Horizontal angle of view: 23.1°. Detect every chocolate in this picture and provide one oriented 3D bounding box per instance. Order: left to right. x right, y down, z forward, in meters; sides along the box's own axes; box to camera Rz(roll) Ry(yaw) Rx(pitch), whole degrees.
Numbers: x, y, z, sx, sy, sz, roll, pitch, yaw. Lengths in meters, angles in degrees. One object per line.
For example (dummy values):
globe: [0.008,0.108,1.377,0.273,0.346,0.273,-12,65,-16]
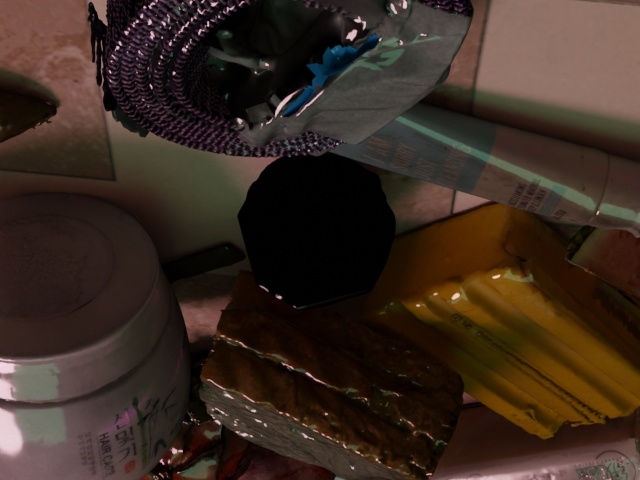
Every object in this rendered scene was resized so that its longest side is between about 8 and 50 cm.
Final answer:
chocolate: [0.000,0.000,1.496,0.156,0.156,0.133,5,166,3]

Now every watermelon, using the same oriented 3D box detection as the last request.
watermelon: [0.299,0.010,1.503,0.163,0.087,0.069,25,175,-25]

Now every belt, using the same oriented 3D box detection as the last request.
belt: [-0.025,-0.174,1.203,0.260,0.122,0.325,17,147,-32]

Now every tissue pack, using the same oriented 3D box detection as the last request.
tissue pack: [0.269,0.315,1.811,0.306,0.238,0.238,-14,143,29]

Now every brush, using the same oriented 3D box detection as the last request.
brush: [-0.162,0.041,1.676,0.190,0.027,0.034,-18,141,33]

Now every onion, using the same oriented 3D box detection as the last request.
onion: [-0.050,0.301,1.983,0.195,0.159,0.159,-15,163,-35]

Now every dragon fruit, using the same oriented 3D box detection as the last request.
dragon fruit: [-0.161,0.225,1.845,0.182,0.182,0.188,18,165,-18]

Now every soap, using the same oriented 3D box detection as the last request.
soap: [0.215,0.090,1.617,0.204,0.096,0.324,-18,141,37]

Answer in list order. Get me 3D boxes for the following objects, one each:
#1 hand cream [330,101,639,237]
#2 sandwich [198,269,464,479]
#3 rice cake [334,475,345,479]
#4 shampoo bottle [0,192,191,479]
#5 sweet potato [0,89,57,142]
hand cream: [0.144,-0.073,1.398,0.312,0.070,0.111,13,151,-3]
sandwich: [0.003,0.166,1.655,0.262,0.131,0.325,25,167,4]
rice cake: [-0.028,0.344,2.136,0.189,0.037,0.198,10,148,-5]
shampoo bottle: [-0.267,0.113,1.572,0.273,0.273,0.266,5,135,3]
sweet potato: [-0.453,-0.072,1.466,0.423,0.130,0.130,-16,143,20]
